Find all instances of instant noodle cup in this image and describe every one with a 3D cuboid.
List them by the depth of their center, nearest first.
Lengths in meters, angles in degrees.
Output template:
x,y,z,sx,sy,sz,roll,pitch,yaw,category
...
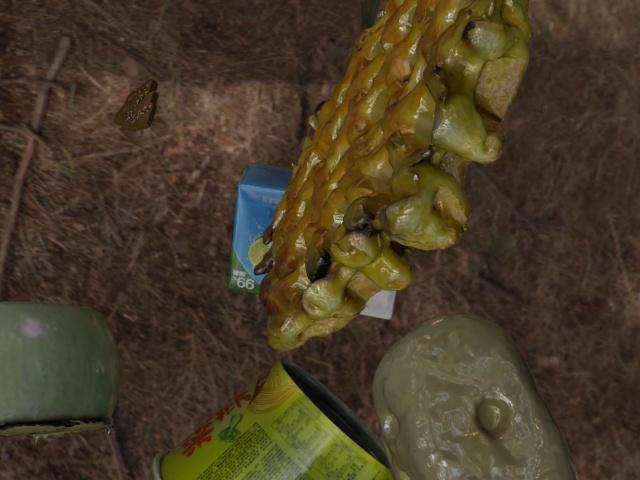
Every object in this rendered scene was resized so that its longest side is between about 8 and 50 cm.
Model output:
x,y,z,sx,sy,sz,roll,pitch,yaw,category
-0.043,0.318,1.316,0.221,0.311,0.311,-47,124,1,instant noodle cup

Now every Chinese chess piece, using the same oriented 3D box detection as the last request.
x,y,z,sx,sy,sz,roll,pitch,yaw,category
-0.413,0.169,1.142,0.349,0.349,0.146,3,75,-36,Chinese chess piece

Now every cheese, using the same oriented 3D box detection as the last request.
x,y,z,sx,sy,sz,roll,pitch,yaw,category
0.156,0.215,1.125,0.174,0.251,0.247,-18,80,-12,cheese

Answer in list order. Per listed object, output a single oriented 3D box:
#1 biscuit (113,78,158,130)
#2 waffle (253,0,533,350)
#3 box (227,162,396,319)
x,y,z,sx,sy,sz,roll,pitch,yaw,category
-0.246,-0.176,1.299,0.082,0.092,0.016,-42,129,11,biscuit
0.049,-0.090,0.583,0.062,0.329,0.329,25,86,-12,waffle
0.000,0.000,1.106,0.194,0.073,0.139,10,116,4,box
